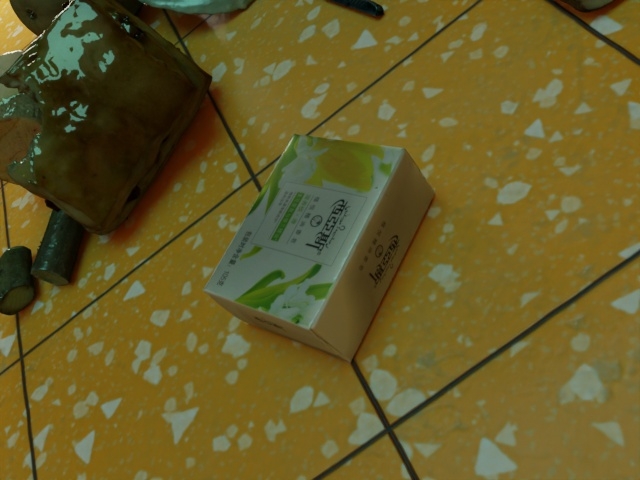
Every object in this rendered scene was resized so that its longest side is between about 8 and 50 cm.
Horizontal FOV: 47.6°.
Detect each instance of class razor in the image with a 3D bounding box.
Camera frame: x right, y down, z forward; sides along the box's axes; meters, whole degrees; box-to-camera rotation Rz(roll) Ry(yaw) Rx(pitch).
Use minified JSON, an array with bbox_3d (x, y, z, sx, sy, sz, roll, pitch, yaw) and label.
[{"bbox_3d":[0.046,-0.420,1.260,0.066,0.033,0.190,-16,39,-32],"label":"razor"}]

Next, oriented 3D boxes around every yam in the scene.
[{"bbox_3d":[-0.549,0.064,1.296,0.069,0.070,0.146,-35,48,9],"label":"yam"},{"bbox_3d":[-0.457,-0.003,1.281,0.068,0.068,0.169,-14,53,26],"label":"yam"}]

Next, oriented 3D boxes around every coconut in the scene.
[{"bbox_3d":[-0.553,-0.247,1.409,0.239,0.239,0.244,-26,48,17],"label":"coconut"}]

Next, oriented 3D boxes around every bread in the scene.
[{"bbox_3d":[-0.379,-0.233,1.218,0.370,0.314,0.191,-55,8,-14],"label":"bread"}]

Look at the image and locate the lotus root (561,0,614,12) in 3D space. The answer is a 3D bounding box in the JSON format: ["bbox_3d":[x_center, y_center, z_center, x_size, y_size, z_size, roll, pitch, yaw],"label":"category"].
[{"bbox_3d":[0.360,-0.385,0.985,0.159,0.095,0.135,42,93,4],"label":"lotus root"}]

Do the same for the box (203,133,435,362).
[{"bbox_3d":[0.000,0.000,0.939,0.194,0.111,0.260,13,66,39],"label":"box"}]

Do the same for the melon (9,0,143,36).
[{"bbox_3d":[-0.514,-0.568,1.581,0.268,0.268,0.330,1,41,35],"label":"melon"}]

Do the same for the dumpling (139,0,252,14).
[{"bbox_3d":[-0.266,-0.618,1.448,0.270,0.212,0.321,-13,48,-11],"label":"dumpling"}]
